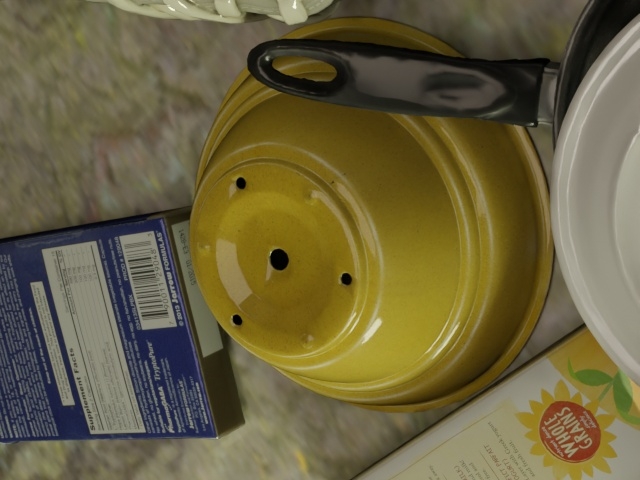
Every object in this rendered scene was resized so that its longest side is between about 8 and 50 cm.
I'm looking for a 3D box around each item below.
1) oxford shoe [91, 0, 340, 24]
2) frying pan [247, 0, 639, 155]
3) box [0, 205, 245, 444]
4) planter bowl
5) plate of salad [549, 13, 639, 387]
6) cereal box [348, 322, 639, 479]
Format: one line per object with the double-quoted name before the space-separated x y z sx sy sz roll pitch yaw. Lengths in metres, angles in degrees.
"oxford shoe" -0.052 -0.156 0.572 0.449 0.169 0.130 -10 100 30
"frying pan" 0.139 -0.034 0.531 0.326 0.053 0.197 -12 100 31
"box" -0.158 0.060 0.776 0.225 0.036 0.136 -8 99 33
"planter bowl" 0.000 0.000 0.623 0.217 0.090 0.217 10 109 31
"plate of salad" 0.187 -0.011 0.464 0.200 0.048 0.199 9 112 24
"cereal box" 0.112 0.160 0.621 0.240 0.047 0.173 -40 83 35
